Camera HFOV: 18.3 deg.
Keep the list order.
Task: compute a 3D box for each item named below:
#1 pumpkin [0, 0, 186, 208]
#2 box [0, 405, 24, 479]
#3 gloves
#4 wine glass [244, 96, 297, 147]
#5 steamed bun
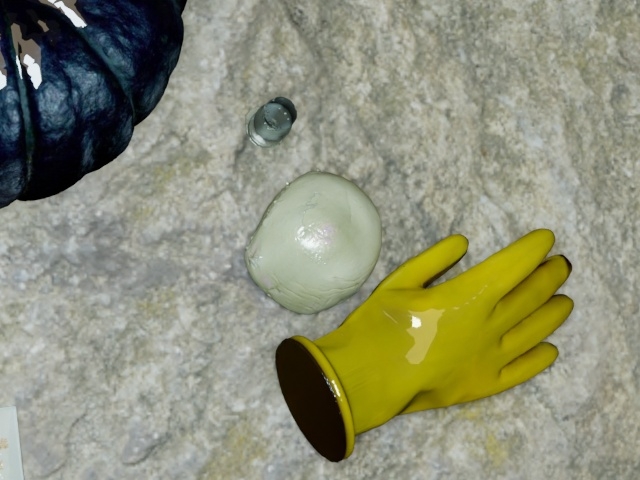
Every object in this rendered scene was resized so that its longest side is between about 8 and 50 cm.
[{"bbox_3d":[-0.291,-0.203,1.694,0.363,0.266,0.363,4,75,-15],"label":"pumpkin"},{"bbox_3d":[-0.309,0.259,1.714,0.122,0.032,0.220,-6,79,-15],"label":"box"},{"bbox_3d":[0.114,0.088,1.817,0.294,0.116,0.133,-24,126,-22],"label":"gloves"},{"bbox_3d":[-0.045,-0.111,1.824,0.039,0.083,0.042,-20,86,-11],"label":"wine glass"},{"bbox_3d":[0.000,0.000,1.807,0.112,0.091,0.130,39,73,-5],"label":"steamed bun"}]
